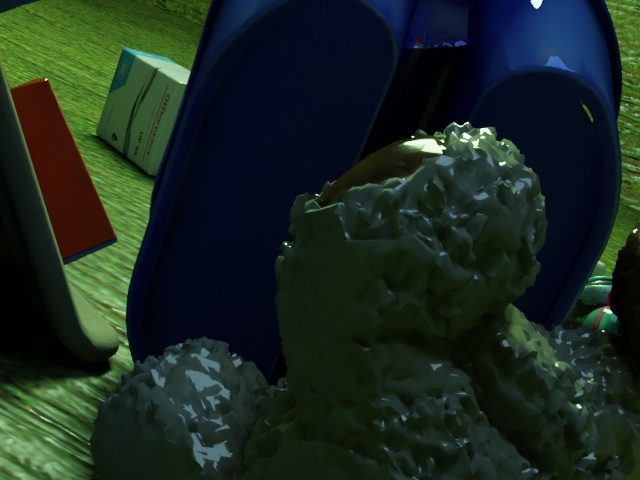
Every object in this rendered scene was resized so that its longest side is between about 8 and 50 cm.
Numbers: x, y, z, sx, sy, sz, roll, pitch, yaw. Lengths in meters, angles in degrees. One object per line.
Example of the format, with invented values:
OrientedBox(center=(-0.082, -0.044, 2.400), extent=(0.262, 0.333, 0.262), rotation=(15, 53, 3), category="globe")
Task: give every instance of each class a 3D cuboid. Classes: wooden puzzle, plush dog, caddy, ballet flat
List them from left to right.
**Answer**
OrientedBox(center=(-0.228, -0.129, 0.797), extent=(0.081, 0.347, 0.322), rotation=(-29, 34, -20), category="wooden puzzle")
OrientedBox(center=(0.029, -0.028, 0.731), extent=(0.241, 0.341, 0.179), rotation=(19, 29, -6), category="caddy")
OrientedBox(center=(0.063, 0.094, 0.559), extent=(0.225, 0.262, 0.210), rotation=(-6, 60, -44), category="plush dog")
OrientedBox(center=(0.208, 0.086, 1.079), extent=(0.070, 0.070, 0.188), rotation=(21, -19, 3), category="ballet flat")

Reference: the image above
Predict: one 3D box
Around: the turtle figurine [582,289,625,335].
OrientedBox(center=(0.263, 0.096, 0.887), extent=(0.234, 0.118, 0.175), rotation=(12, 31, 27), category="turtle figurine")

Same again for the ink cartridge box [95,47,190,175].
OrientedBox(center=(-0.163, -0.128, 1.361), extent=(0.060, 0.104, 0.180), rotation=(11, 14, -37), category="ink cartridge box")

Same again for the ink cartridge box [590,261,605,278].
OrientedBox(center=(0.218, -0.010, 1.603), extent=(0.206, 0.045, 0.208), rotation=(15, 14, -21), category="ink cartridge box")
